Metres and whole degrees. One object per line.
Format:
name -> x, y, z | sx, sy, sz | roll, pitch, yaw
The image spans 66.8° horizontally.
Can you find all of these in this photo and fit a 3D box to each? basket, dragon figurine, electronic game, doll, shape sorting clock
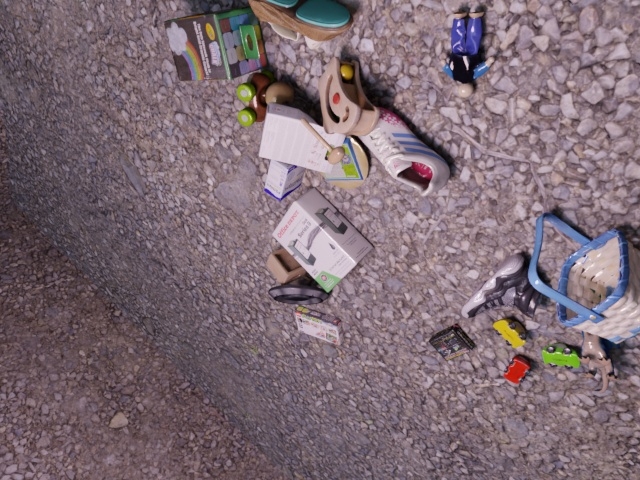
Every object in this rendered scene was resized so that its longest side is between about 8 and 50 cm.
basket -> 0.612, 0.084, 1.112 | 0.288, 0.255, 0.201 | 36, 139, -3
dragon figurine -> 0.732, 0.284, 1.275 | 0.085, 0.144, 0.289 | -8, 133, 40
electronic game -> -0.082, 0.201, 1.820 | 0.229, 0.229, 0.048 | -18, 63, 45
doll -> 0.341, -0.426, 1.125 | 0.129, 0.046, 0.189 | 16, 128, 32
shape sorting clock -> 0.058, -0.249, 1.484 | 0.206, 0.040, 0.206 | 26, 144, 21

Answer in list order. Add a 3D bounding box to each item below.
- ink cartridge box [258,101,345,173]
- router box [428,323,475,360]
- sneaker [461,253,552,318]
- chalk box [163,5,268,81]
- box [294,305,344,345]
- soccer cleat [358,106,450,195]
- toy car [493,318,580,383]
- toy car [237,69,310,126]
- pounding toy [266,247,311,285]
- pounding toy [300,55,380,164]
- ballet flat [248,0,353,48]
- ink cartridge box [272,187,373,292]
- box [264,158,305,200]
ink cartridge box -> -0.058, -0.299, 1.440 | 0.232, 0.066, 0.189 | 9, 147, -11
router box -> 0.430, 0.336, 1.595 | 0.092, 0.038, 0.122 | 49, 138, 1
sneaker -> 0.517, 0.170, 1.358 | 0.153, 0.101, 0.269 | 41, 134, 12
chalk box -> -0.282, -0.580, 1.433 | 0.288, 0.179, 0.181 | 11, 124, 32
box -> -0.006, 0.341, 1.957 | 0.206, 0.036, 0.114 | 13, 126, 32
soccer cleat -> 0.198, -0.245, 1.298 | 0.331, 0.143, 0.116 | 38, 136, 12
toy car -> 0.634, 0.324, 1.409 | 0.224, 0.053, 0.239 | -1, 119, 39
toy car -> -0.131, -0.416, 1.457 | 0.188, 0.155, 0.149 | 16, 129, 15
pounding toy -> -0.109, 0.102, 1.819 | 0.130, 0.141, 0.100 | 51, 139, 20
pounding toy -> 0.047, -0.349, 1.268 | 0.154, 0.154, 0.270 | -20, 75, 56
ballet flat -> -0.054, -0.588, 1.302 | 0.342, 0.116, 0.124 | 28, 153, 22
ink cartridge box -> 0.000, 0.000, 1.648 | 0.289, 0.121, 0.211 | 45, 137, 5
box -> -0.110, -0.220, 1.581 | 0.072, 0.126, 0.137 | 34, 136, 13
